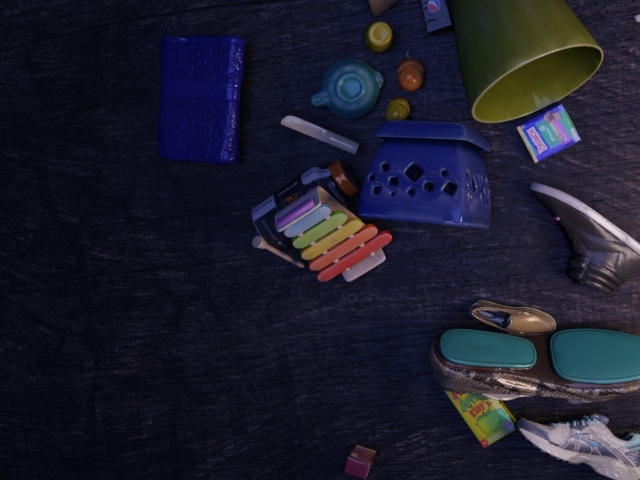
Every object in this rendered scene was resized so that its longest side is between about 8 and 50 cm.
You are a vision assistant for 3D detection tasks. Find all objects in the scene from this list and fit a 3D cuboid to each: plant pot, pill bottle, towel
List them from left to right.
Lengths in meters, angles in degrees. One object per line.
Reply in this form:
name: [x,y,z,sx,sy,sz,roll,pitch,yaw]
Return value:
towel: [-0.288,-0.343,1.814,0.228,0.076,0.308,8,98,22]
pill bottle: [-0.030,-0.088,1.730,0.246,0.130,0.130,-34,86,17]
plant pot: [0.131,-0.580,1.649,0.109,0.096,0.109,-29,87,16]
plant pot: [0.236,-0.140,1.585,0.236,0.236,0.212,7,91,27]
plant pot: [0.385,-0.438,1.526,0.275,0.275,0.293,-25,73,17]

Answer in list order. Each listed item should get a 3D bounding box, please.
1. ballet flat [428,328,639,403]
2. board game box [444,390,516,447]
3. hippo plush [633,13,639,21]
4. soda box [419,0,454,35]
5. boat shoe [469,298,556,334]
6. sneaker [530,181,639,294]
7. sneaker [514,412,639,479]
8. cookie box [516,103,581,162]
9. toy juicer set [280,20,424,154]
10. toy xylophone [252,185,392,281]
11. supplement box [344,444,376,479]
ballet flat: [0.478,0.280,1.603,0.483,0.164,0.182,1,134,10]
board game box: [0.363,0.374,1.710,0.092,0.043,0.181,-36,85,17]
hippo plush: [0.796,-0.562,1.433,0.294,0.234,0.236,-19,68,58]
soda box: [0.247,-0.544,1.641,0.060,0.053,0.168,-13,91,18]
boat shoe: [0.427,0.181,1.656,0.190,0.072,0.068,9,98,15]
sneaker: [0.545,0.004,1.585,0.296,0.104,0.146,37,99,5]
sneaker: [0.571,0.431,1.637,0.283,0.110,0.122,19,86,5]
cookie box: [0.494,-0.231,1.610,0.107,0.040,0.091,-28,88,18]
toy juicer set: [0.094,-0.321,1.699,0.209,0.089,0.329,43,97,-5]
toy xylophone: [0.000,0.000,1.676,0.236,0.323,0.081,-38,50,23]
supplement box: [0.097,0.531,1.783,0.055,0.083,0.043,15,99,15]
